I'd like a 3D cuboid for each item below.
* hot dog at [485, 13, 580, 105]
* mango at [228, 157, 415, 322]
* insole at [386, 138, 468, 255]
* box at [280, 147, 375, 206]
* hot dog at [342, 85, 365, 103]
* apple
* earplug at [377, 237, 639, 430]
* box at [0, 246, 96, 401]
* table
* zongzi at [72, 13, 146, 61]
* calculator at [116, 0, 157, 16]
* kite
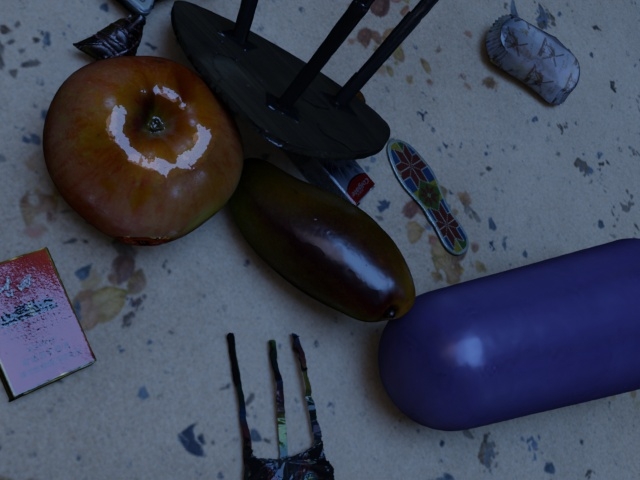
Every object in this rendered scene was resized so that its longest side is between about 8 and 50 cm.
[{"bbox_3d":[0.356,-0.304,1.318,0.191,0.059,0.108,27,74,-26],"label":"hot dog"},{"bbox_3d":[0.000,0.000,0.945,0.267,0.111,0.133,38,54,5],"label":"mango"},{"bbox_3d":[0.156,-0.063,1.137,0.065,0.006,0.193,-32,91,-36],"label":"insole"},{"bbox_3d":[-0.020,-0.132,1.031,0.218,0.039,0.055,48,53,-9],"label":"box"},{"bbox_3d":[0.037,-0.171,1.083,0.058,0.035,0.083,21,62,-25],"label":"hot dog"},{"bbox_3d":[-0.186,-0.097,0.839,0.209,0.164,0.209,10,68,-26],"label":"apple"},{"bbox_3d":[0.279,0.128,1.030,0.456,0.215,0.215,-8,77,-31],"label":"earplug"},{"bbox_3d":[-0.293,0.082,0.793,0.090,0.023,0.133,-21,85,-38],"label":"box"},{"bbox_3d":[0.031,-0.270,0.903,0.317,0.249,0.317,28,25,-15],"label":"table"},{"bbox_3d":[-0.248,-0.227,0.917,0.073,0.067,0.083,20,80,-33],"label":"zongzi"},{"bbox_3d":[-0.248,-0.405,0.987,0.177,0.040,0.268,-34,91,-36],"label":"calculator"},{"bbox_3d":[-0.042,0.240,0.896,0.152,0.015,0.285,-2,74,-33],"label":"kite"}]
